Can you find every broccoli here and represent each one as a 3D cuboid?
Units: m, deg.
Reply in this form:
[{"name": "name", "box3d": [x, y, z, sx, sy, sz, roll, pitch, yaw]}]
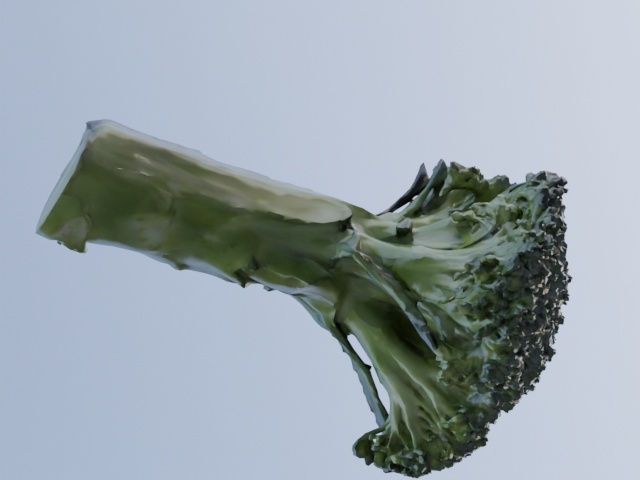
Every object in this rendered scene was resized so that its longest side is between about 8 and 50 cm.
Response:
[{"name": "broccoli", "box3d": [0.002, 0.017, 0.923, 0.361, 0.252, 0.221, 5, -50, -28]}]
